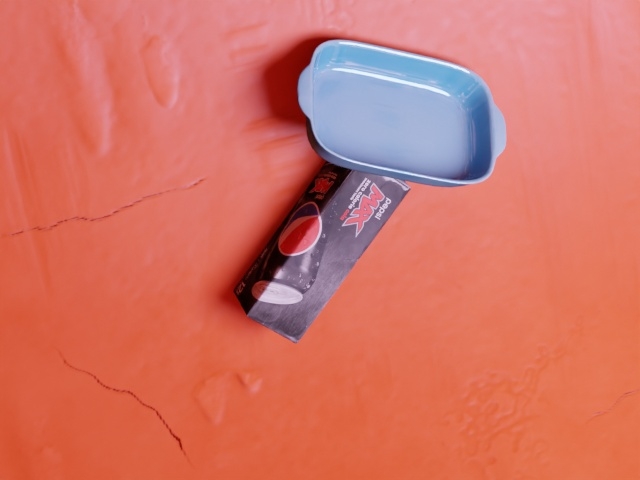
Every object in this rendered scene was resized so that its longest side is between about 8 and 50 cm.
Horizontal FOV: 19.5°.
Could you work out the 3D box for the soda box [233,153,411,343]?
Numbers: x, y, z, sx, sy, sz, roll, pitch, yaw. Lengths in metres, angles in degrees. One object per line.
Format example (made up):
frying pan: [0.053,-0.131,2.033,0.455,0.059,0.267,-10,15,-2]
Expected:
soda box: [0.000,0.000,1.576,0.060,0.053,0.169,31,101,-26]

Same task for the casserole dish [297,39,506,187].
casserole dish: [0.062,-0.099,1.532,0.188,0.114,0.037,10,154,-20]
